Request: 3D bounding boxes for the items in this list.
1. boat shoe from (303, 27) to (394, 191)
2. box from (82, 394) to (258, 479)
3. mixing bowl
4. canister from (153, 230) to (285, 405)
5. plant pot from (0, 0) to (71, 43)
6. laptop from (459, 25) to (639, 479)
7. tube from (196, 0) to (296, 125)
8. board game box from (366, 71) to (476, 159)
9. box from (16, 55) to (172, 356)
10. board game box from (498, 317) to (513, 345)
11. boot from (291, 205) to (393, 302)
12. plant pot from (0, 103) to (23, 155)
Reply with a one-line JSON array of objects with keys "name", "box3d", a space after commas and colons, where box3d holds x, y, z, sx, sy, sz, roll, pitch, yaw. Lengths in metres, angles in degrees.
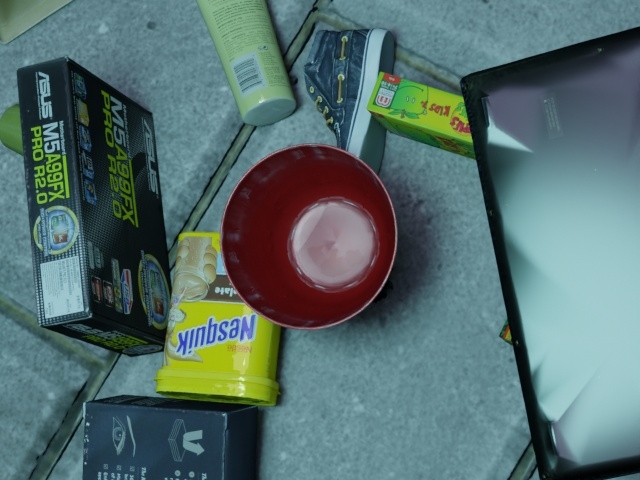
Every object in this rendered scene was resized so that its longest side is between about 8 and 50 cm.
[{"name": "boat shoe", "box3d": [0.023, -0.134, 1.829, 0.083, 0.065, 0.183, 4, 74, 21]}, {"name": "box", "box3d": [-0.152, 0.241, 1.770, 0.158, 0.093, 0.156, 3, 91, 19]}, {"name": "mixing bowl", "box3d": [0.000, 0.000, 1.739, 0.181, 0.098, 0.181, -2, 84, 16]}, {"name": "canister", "box3d": [-0.099, 0.080, 1.813, 0.126, 0.073, 0.169, 2, 77, 19]}, {"name": "plant pot", "box3d": [-0.353, -0.306, 1.965, 0.109, 0.109, 0.096, -31, 59, 9]}, {"name": "laptop", "box3d": [0.384, 0.001, 1.592, 0.408, 0.236, 0.382, -14, 78, 19]}, {"name": "tube", "box3d": [-0.088, -0.240, 1.889, 0.062, 0.070, 0.240, -34, 66, 36]}, {"name": "board game box", "box3d": [0.146, -0.113, 1.765, 0.181, 0.092, 0.043, 19, 84, 21]}, {"name": "box", "box3d": [-0.227, -0.029, 1.801, 0.060, 0.216, 0.270, -12, 74, 17]}, {"name": "board game box", "box3d": [0.275, -0.003, 1.701, 0.136, 0.030, 0.259, 18, 83, 55]}, {"name": "boot", "box3d": [0.017, 0.017, 1.807, 0.121, 0.045, 0.099, -5, 83, 18]}, {"name": "plant pot", "box3d": [-0.308, -0.118, 1.926, 0.079, 0.083, 0.083, 18, 84, 33]}]
